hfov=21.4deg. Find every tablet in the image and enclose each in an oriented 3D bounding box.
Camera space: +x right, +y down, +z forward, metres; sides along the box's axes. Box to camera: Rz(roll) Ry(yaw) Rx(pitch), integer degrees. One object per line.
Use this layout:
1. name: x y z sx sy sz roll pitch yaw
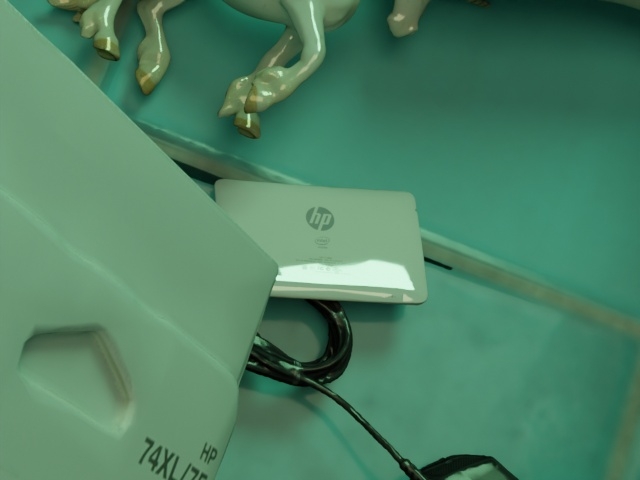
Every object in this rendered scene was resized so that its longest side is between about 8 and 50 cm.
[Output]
1. tablet: 0.000 0.000 0.670 0.083 0.006 0.054 4 56 -14

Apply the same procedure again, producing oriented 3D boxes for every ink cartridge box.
1. ink cartridge box: -0.190 0.036 0.490 0.270 0.198 0.197 12 73 26

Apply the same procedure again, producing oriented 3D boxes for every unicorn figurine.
1. unicorn figurine: -0.019 -0.098 0.674 0.162 0.060 0.111 28 75 -2

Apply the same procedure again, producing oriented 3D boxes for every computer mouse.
1. computer mouse: 0.024 0.089 0.654 0.242 0.041 0.071 46 60 11

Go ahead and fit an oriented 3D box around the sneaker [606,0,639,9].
1. sneaker: 0.149 -0.152 0.706 0.217 0.079 0.121 12 56 -20
